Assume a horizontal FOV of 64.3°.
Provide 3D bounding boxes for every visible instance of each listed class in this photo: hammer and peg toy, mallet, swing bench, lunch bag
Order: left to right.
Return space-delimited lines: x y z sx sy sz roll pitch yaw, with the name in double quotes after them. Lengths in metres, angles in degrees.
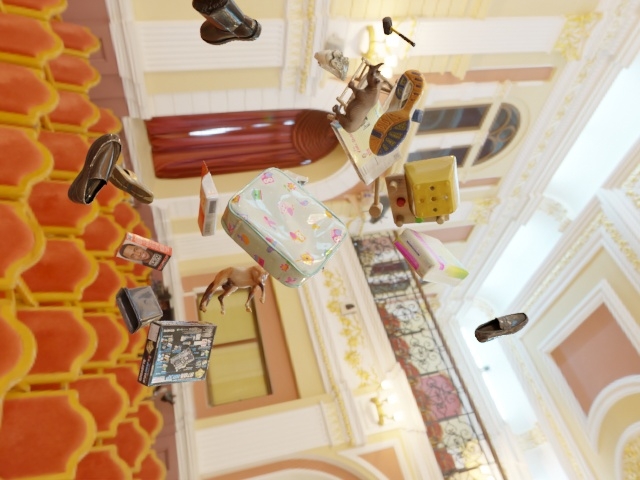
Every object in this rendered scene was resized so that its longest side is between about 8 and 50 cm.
-0.081 -0.033 1.243 0.279 0.224 0.108 41 -40 0 "lunch bag"
0.208 -0.579 2.144 0.253 0.254 0.165 -61 -176 -20 "swing bench"
0.281 -0.752 1.835 0.190 0.039 0.062 52 -10 43 "mallet"
0.375 -0.187 2.249 0.127 0.361 0.266 -67 148 -51 "hammer and peg toy"

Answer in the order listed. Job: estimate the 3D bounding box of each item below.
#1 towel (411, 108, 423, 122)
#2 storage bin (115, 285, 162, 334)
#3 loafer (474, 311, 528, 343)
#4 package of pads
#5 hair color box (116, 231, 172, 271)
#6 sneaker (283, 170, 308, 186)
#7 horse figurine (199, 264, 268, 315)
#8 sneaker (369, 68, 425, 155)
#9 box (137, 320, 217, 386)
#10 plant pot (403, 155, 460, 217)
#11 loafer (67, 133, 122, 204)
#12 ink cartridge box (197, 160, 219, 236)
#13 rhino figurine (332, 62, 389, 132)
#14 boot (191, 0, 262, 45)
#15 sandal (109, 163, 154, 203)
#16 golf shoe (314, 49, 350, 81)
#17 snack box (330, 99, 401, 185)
0.448 -0.631 2.547 0.029 0.119 0.067 -36 140 -75 "towel"
-0.547 0.206 1.544 0.098 0.091 0.135 -43 -111 40 "storage bin"
0.713 0.335 2.006 0.076 0.223 0.078 -110 177 -50 "loafer"
0.452 0.071 2.104 0.101 0.296 0.229 -51 -128 20 "package of pads"
-0.522 0.034 1.514 0.072 0.141 0.043 -52 -148 25 "hair color box"
-0.131 -0.212 2.162 0.296 0.104 0.147 -45 153 -76 "sneaker"
-0.220 0.123 1.385 0.174 0.263 0.066 -80 151 -45 "horse figurine"
0.263 -0.413 1.691 0.296 0.112 0.131 -61 175 13 "sneaker"
-0.411 0.325 1.486 0.051 0.220 0.175 12 -90 34 "box"
0.446 -0.197 2.030 0.187 0.212 0.212 -68 148 -63 "plant pot"
-0.603 -0.187 1.397 0.078 0.080 0.220 30 -87 29 "loafer"
-0.340 -0.124 1.475 0.179 0.045 0.145 58 -36 38 "ink cartridge box"
0.128 -0.435 1.553 0.106 0.073 0.243 55 -54 26 "rhino figurine"
-0.332 -0.702 1.590 0.207 0.246 0.094 20 82 -61 "boot"
-0.567 -0.178 1.514 0.072 0.180 0.049 -42 -163 40 "sandal"
0.037 -0.550 1.579 0.176 0.086 0.069 12 95 -72 "golf shoe"
0.180 -0.376 1.931 0.060 0.187 0.322 48 -4 42 "snack box"
